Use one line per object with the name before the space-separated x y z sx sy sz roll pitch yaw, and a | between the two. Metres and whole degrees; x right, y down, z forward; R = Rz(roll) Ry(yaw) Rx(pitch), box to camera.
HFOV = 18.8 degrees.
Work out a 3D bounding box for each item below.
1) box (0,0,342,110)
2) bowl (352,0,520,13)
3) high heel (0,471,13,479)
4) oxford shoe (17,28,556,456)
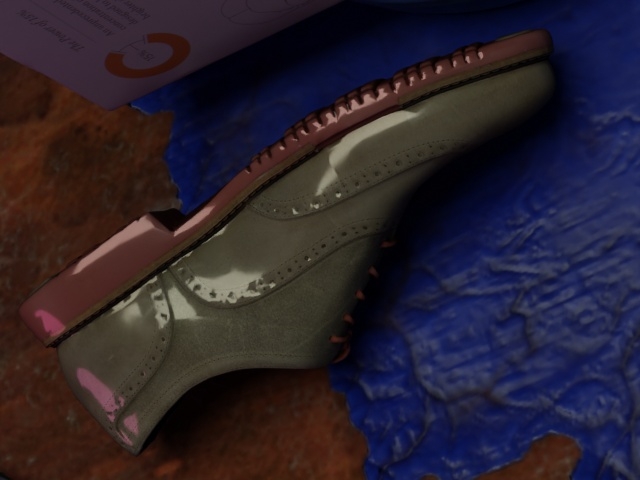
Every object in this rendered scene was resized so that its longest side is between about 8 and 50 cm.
box | -0.045 -0.238 1.041 0.345 0.215 0.168 -24 65 19
bowl | 0.089 -0.320 1.164 0.391 0.077 0.391 -8 72 26
high heel | -0.219 0.267 1.136 0.186 0.093 0.261 23 78 37
oxford shoe | 0.000 0.000 1.114 0.348 0.123 0.130 -31 89 15
